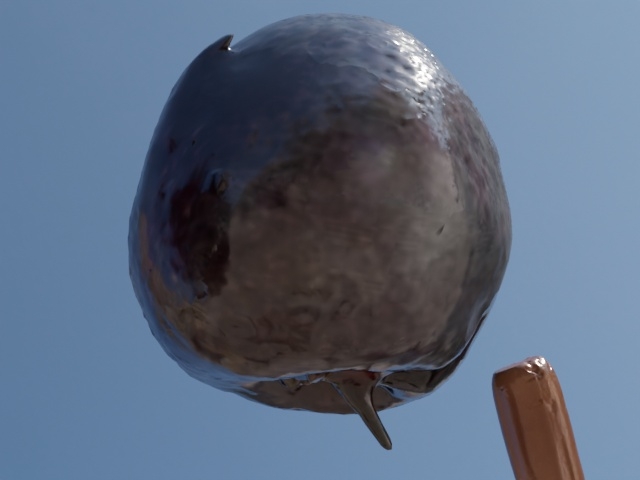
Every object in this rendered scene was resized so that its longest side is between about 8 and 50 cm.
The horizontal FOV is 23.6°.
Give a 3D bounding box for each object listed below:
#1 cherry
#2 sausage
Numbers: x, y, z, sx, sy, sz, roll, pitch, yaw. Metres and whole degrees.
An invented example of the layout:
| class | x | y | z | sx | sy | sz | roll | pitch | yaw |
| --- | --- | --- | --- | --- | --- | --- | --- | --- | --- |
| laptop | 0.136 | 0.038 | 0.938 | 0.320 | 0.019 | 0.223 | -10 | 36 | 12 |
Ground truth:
| class | x | y | z | sx | sy | sz | roll | pitch | yaw |
| --- | --- | --- | --- | --- | --- | --- | --- | --- | --- |
| cherry | 0.003 | -0.010 | 0.713 | 0.195 | 0.195 | 0.195 | -17 | -48 | -20 |
| sausage | 0.105 | 0.097 | 0.727 | 0.034 | 0.083 | 0.034 | -14 | -9 | -2 |
